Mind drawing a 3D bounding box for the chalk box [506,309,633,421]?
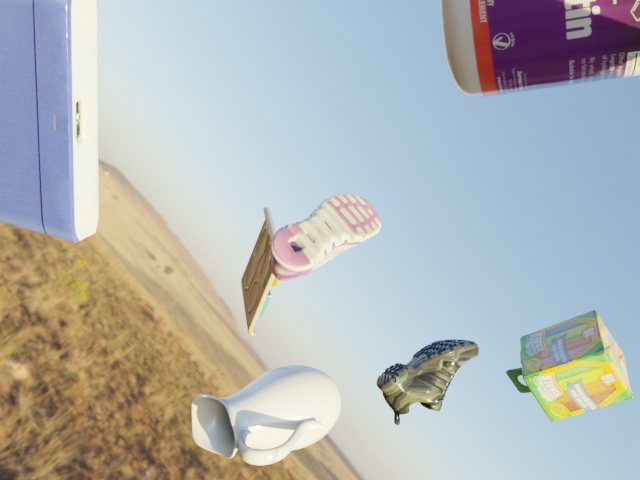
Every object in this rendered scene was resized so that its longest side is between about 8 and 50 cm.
[{"bbox_3d":[0.478,0.256,1.363,0.132,0.213,0.132,52,28,-19],"label":"chalk box"}]

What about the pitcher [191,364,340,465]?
[{"bbox_3d":[-0.059,0.263,1.009,0.178,0.207,0.125,21,-70,49],"label":"pitcher"}]

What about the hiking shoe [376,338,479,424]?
[{"bbox_3d":[0.225,0.278,1.382,0.114,0.227,0.086,69,-14,-8],"label":"hiking shoe"}]

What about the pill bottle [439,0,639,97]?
[{"bbox_3d":[0.299,-0.264,0.743,0.181,0.323,0.181,-5,90,-71],"label":"pill bottle"}]

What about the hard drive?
[{"bbox_3d":[-0.341,-0.134,0.602,0.319,0.040,0.210,14,-66,15],"label":"hard drive"}]

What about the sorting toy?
[{"bbox_3d":[-0.116,0.062,1.395,0.038,0.208,0.193,11,25,-17],"label":"sorting toy"}]

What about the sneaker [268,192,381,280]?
[{"bbox_3d":[0.000,0.000,1.169,0.095,0.236,0.104,53,-37,14],"label":"sneaker"}]
